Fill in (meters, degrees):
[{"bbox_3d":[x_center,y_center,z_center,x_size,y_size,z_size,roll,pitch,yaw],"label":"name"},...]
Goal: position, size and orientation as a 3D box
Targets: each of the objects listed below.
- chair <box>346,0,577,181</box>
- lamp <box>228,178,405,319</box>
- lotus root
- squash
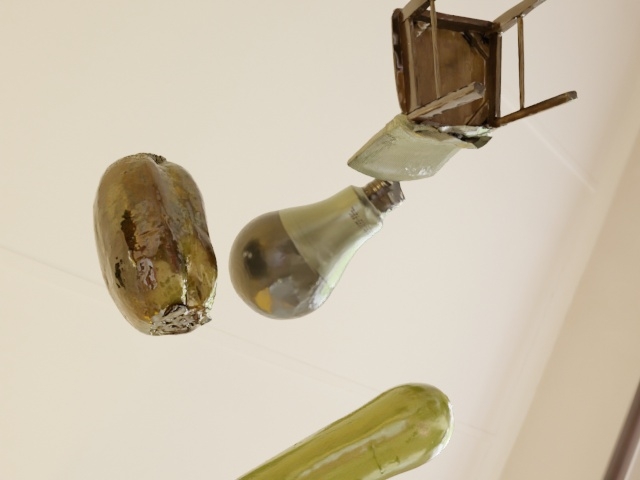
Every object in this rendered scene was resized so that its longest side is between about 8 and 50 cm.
[{"bbox_3d":[0.160,-0.200,0.776,0.160,0.319,0.186,0,-97,-19],"label":"chair"},{"bbox_3d":[0.003,0.018,0.978,0.314,0.182,0.182,-19,-66,5],"label":"lamp"},{"bbox_3d":[-0.235,-0.001,0.833,0.152,0.160,0.275,3,-125,-34],"label":"lotus root"},{"bbox_3d":[0.020,0.215,0.586,0.250,0.083,0.083,-24,-67,-12],"label":"squash"}]
